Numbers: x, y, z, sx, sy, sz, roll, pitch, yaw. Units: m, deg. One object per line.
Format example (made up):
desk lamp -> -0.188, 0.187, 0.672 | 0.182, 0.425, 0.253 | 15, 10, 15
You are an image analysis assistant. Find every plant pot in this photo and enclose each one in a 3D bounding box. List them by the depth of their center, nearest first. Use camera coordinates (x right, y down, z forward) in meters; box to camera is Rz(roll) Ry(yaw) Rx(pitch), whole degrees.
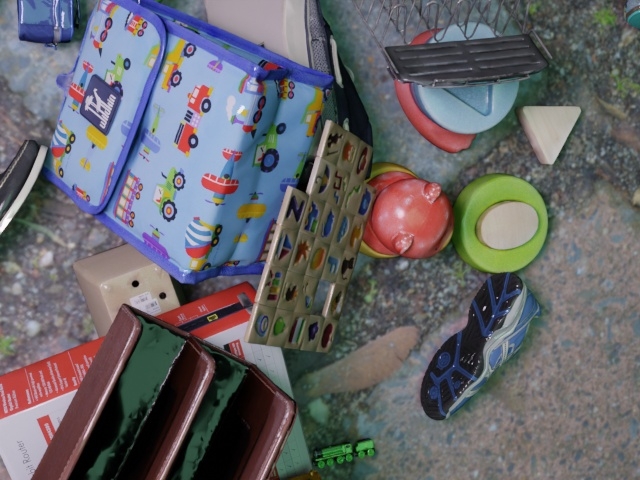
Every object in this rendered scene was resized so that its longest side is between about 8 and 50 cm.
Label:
plant pot -> -0.204, 0.062, 1.077 | 0.109, 0.096, 0.109 | -21, 101, -15

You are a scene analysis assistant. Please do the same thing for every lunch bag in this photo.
lunch bag -> -0.165, -0.121, 1.002 | 0.138, 0.293, 0.221 | -5, 119, -56
lunch bag -> -0.289, -0.252, 1.030 | 0.065, 0.067, 0.098 | -3, 98, -17

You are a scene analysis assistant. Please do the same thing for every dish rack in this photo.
dish rack -> 0.134, -0.276, 1.086 | 0.208, 0.271, 0.074 | -10, 141, -16

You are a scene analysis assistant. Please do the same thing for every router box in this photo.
router box -> -0.167, 0.249, 1.064 | 0.301, 0.082, 0.335 | -20, 120, -15

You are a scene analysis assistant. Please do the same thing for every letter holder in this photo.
letter holder -> -0.167, 0.233, 0.852 | 0.152, 0.214, 0.301 | 28, 86, -17

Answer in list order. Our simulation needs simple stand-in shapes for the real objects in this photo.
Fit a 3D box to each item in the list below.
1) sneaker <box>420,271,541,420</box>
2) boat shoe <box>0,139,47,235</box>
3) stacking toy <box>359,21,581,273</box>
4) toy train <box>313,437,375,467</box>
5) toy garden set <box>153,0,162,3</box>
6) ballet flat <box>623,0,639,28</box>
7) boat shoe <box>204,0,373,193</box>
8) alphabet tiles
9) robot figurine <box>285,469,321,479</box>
sneaker -> 0.208, 0.145, 1.227 | 0.081, 0.080, 0.211 | 33, 95, -38
boat shoe -> -0.375, -0.019, 1.020 | 0.079, 0.084, 0.233 | 40, 86, -20
stacking toy -> 0.199, -0.095, 1.172 | 0.280, 0.130, 0.308 | 19, 90, -18
toy train -> 0.029, 0.267, 1.217 | 0.083, 0.017, 0.023 | -9, 89, -17
toy garden set -> -0.186, -0.413, 1.032 | 0.204, 0.049, 0.244 | -44, 96, -8
ballet flat -> 0.485, -0.293, 1.282 | 0.188, 0.070, 0.070 | 19, 90, -23
boat shoe -> -0.030, -0.210, 1.107 | 0.158, 0.127, 0.340 | 11, 70, -58
alphabet tiles -> 0.000, 0.000, 1.023 | 0.198, 0.009, 0.237 | 21, 85, -64
robot figurine -> -0.112, 0.369, 1.045 | 0.291, 0.085, 0.211 | -22, 120, -14
